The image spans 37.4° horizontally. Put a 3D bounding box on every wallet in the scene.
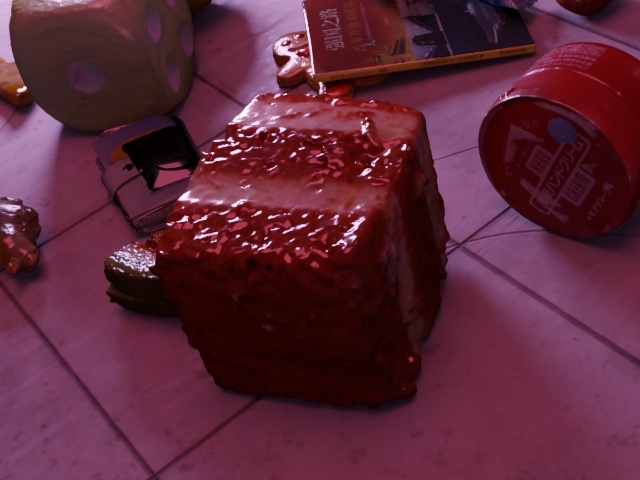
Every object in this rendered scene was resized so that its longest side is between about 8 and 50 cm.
[{"bbox_3d":[-0.263,-0.115,1.498,0.170,0.069,0.231,-21,44,-13],"label":"wallet"}]

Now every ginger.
[{"bbox_3d":[-0.555,-0.017,1.472,0.332,0.080,0.166,12,37,23],"label":"ginger"}]

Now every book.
[{"bbox_3d":[0.161,-0.375,1.648,0.373,0.028,0.263,-8,43,0],"label":"book"}]

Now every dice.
[{"bbox_3d":[-0.375,-0.357,1.649,0.254,0.252,0.250,-4,43,11],"label":"dice"}]

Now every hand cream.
[{"bbox_3d":[0.332,-0.132,1.223,0.230,0.230,0.149,20,52,33],"label":"hand cream"}]

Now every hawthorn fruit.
[{"bbox_3d":[0.452,-0.441,1.591,0.128,0.128,0.128,-9,43,8],"label":"hawthorn fruit"}]

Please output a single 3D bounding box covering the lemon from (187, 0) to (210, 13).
[{"bbox_3d":[-0.325,-0.556,1.827,0.296,0.297,0.297,-9,43,8],"label":"lemon"}]

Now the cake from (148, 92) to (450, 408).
[{"bbox_3d":[0.000,0.000,1.146,0.269,0.270,0.320,5,47,22],"label":"cake"}]

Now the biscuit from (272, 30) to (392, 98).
[{"bbox_3d":[-0.001,-0.315,1.653,0.165,0.036,0.250,-32,44,-18],"label":"biscuit"}]

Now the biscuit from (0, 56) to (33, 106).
[{"bbox_3d":[-0.615,-0.314,1.827,0.207,0.047,0.164,6,48,22],"label":"biscuit"}]

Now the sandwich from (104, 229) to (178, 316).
[{"bbox_3d":[-0.193,0.026,1.298,0.184,0.109,0.160,5,48,21],"label":"sandwich"}]

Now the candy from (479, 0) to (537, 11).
[{"bbox_3d":[0.308,-0.428,1.641,0.136,0.038,0.088,25,37,20],"label":"candy"}]
